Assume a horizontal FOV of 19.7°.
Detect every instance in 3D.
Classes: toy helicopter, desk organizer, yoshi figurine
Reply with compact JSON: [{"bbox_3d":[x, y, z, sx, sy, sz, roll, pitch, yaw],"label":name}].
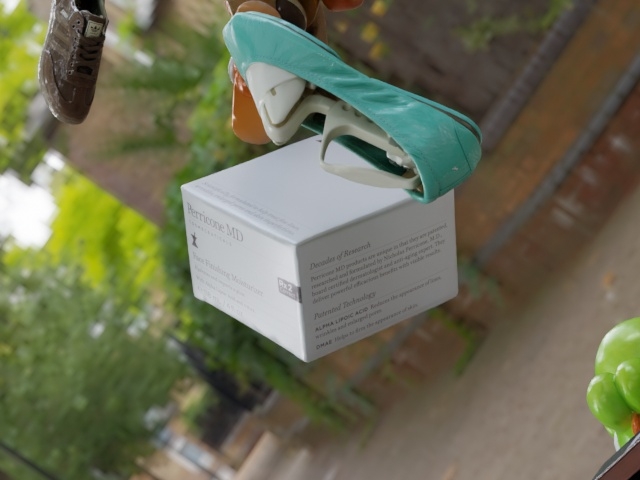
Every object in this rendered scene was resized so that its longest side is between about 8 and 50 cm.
[{"bbox_3d":[-0.082,-0.252,1.860,0.355,0.140,0.235,41,-132,-56],"label":"toy helicopter"},{"bbox_3d":[0.315,0.221,1.805,0.047,0.050,0.130,-44,-8,-38],"label":"desk organizer"},{"bbox_3d":[0.413,0.205,2.002,0.203,0.362,0.203,-51,34,-4],"label":"yoshi figurine"}]

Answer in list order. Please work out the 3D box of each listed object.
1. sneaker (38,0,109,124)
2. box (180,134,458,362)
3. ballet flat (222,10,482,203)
[{"bbox_3d":[-0.280,-0.229,2.121,0.071,0.066,0.188,-25,62,52],"label":"sneaker"},{"bbox_3d":[0.000,0.000,1.659,0.182,0.181,0.119,-22,-60,-31],"label":"box"},{"bbox_3d":[0.007,-0.103,1.465,0.087,0.247,0.083,-52,-21,-26],"label":"ballet flat"}]
